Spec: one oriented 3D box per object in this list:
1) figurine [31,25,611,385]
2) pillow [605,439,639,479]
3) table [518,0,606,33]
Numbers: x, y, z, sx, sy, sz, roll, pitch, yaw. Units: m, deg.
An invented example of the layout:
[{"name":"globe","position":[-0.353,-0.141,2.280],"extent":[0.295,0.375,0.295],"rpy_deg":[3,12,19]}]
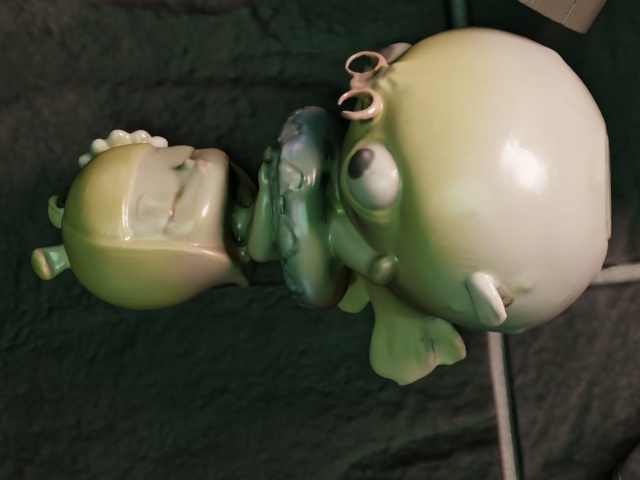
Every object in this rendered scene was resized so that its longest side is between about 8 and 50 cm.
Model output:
[{"name":"figurine","position":[0.000,0.000,1.323],"extent":[0.394,0.226,0.274],"rpy_deg":[-4,129,12]},{"name":"pillow","position":[0.278,0.265,1.372],"extent":[0.161,0.092,0.335],"rpy_deg":[-10,99,2]},{"name":"table","position":[0.127,-0.186,1.280],"extent":[0.133,0.133,0.043],"rpy_deg":[31,103,-1]}]
